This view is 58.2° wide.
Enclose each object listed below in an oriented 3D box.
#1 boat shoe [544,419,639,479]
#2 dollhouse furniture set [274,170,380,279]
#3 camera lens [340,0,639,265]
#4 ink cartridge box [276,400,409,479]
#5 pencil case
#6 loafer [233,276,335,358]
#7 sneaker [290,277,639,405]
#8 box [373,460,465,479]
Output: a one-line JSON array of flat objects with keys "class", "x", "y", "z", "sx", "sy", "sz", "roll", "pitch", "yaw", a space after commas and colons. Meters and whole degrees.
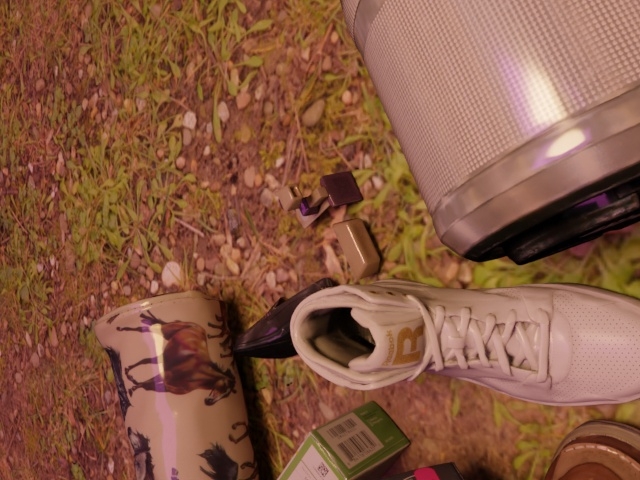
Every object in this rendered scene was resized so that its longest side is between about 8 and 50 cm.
[{"class": "boat shoe", "x": 0.197, "y": 0.306, "z": 0.444, "sx": 0.123, "sy": 0.116, "sz": 0.325, "roll": 5, "pitch": 97, "yaw": 39}, {"class": "dollhouse furniture set", "x": 0.000, "y": 0.000, "z": 0.616, "sx": 0.081, "sy": 0.090, "sz": 0.115, "roll": -39, "pitch": 72, "yaw": 51}, {"class": "camera lens", "x": 0.142, "y": -0.136, "z": 0.386, "sx": 0.219, "sy": 0.219, "sz": 0.275, "roll": -30, "pitch": 75, "yaw": 37}, {"class": "ink cartridge box", "x": -0.004, "y": 0.275, "z": 0.614, "sx": 0.062, "sy": 0.108, "sz": 0.209, "roll": 44, "pitch": 120, "yaw": 29}, {"class": "pencil case", "x": -0.166, "y": 0.271, "z": 0.716, "sx": 0.183, "sy": 0.159, "sz": 0.411, "roll": -20, "pitch": 80, "yaw": 49}, {"class": "loafer", "x": -0.038, "y": 0.096, "z": 0.668, "sx": 0.170, "sy": 0.062, "sz": 0.061, "roll": -24, "pitch": 56, "yaw": 35}, {"class": "sneaker", "x": 0.113, "y": 0.088, "z": 0.464, "sx": 0.292, "sy": 0.169, "sz": 0.108, "roll": 0, "pitch": 92, "yaw": 38}, {"class": "box", "x": 0.081, "y": 0.340, "z": 0.430, "sx": 0.143, "sy": 0.165, "sz": 0.271, "roll": -11, "pitch": 98, "yaw": -4}]
